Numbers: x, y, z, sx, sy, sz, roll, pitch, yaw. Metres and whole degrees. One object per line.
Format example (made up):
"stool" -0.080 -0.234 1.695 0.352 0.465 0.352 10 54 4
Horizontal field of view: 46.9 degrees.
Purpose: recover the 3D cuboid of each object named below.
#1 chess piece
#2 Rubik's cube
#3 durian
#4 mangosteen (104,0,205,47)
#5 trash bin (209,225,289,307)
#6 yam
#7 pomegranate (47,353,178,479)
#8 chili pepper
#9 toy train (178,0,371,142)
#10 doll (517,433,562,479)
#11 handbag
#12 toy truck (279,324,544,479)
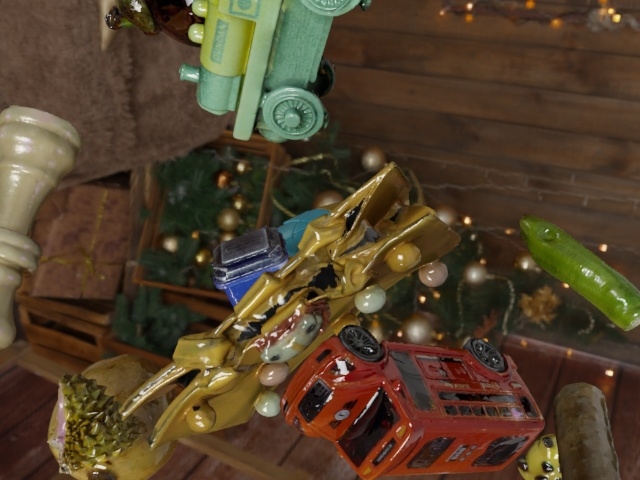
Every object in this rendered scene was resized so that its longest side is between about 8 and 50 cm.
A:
"chess piece" -0.425 0.019 0.982 0.117 0.117 0.397 56 40 -62
"Rubik's cube" 0.000 0.000 1.853 0.254 0.254 0.254 13 90 -69
"durian" -0.349 0.283 1.103 0.132 0.165 0.182 -57 168 -20
"mangosteen" -0.187 -0.366 1.021 0.216 0.216 0.216 13 90 -69
"trash bin" -0.121 0.103 1.542 0.184 0.162 0.234 -108 179 -65
"yam" 0.174 0.203 0.469 0.045 0.045 0.327 -48 -175 29
"pomegranate" -0.444 0.394 1.623 0.307 0.307 0.307 13 90 -69
"chili pepper" 0.273 0.025 0.799 0.050 0.201 0.052 -6 124 -28
"toy train" -0.073 -0.280 0.940 0.369 0.237 0.150 110 -13 -45
"doll" 0.375 0.432 1.235 0.086 0.117 0.291 -76 169 -57
"handbag" -0.024 0.086 0.862 0.401 0.133 0.283 -40 166 8
"toy truck" 0.093 0.162 0.712 0.253 0.114 0.107 10 127 -35
